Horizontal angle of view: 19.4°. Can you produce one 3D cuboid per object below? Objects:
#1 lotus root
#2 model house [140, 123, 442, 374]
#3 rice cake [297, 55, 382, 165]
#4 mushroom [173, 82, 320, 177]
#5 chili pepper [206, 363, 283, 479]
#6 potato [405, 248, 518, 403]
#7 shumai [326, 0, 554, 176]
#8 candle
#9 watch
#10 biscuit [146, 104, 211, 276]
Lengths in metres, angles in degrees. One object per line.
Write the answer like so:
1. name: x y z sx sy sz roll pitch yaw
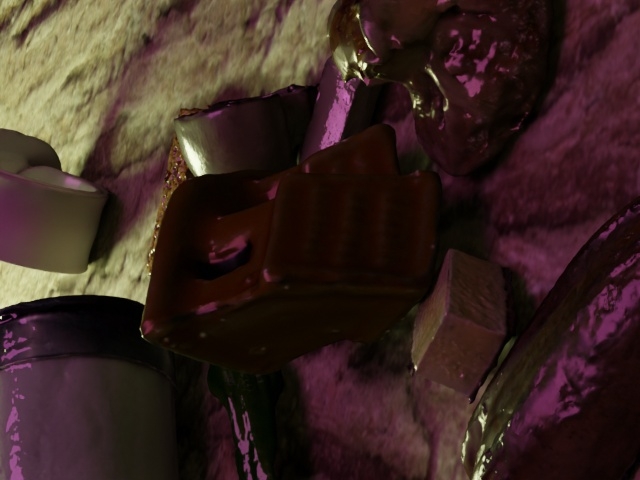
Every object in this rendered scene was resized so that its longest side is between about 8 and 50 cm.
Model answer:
1. lotus root: 0.190 0.088 1.382 0.329 0.078 0.167 -62 34 24
2. model house: -0.002 -0.011 1.619 0.239 0.173 0.268 -21 43 31
3. rice cake: 0.000 -0.049 1.783 0.057 0.052 0.256 19 95 26
4. mushroom: -0.069 -0.095 1.848 0.188 0.141 0.117 -65 -28 -78
5. chili pepper: -0.066 0.172 1.782 0.100 0.074 0.257 68 -170 -50
6. potato: 0.113 0.065 1.504 0.122 0.061 0.086 -82 19 -60
7. shumai: 0.096 -0.166 1.583 0.161 0.153 0.209 -125 52 -62
8. candle: -0.250 0.235 1.934 0.221 0.221 0.342 -38 51 48
9. watch: -0.383 -0.055 2.250 0.217 0.248 0.210 25 99 57
10. biscuit: -0.150 -0.051 2.061 0.064 0.034 0.199 6 82 60
